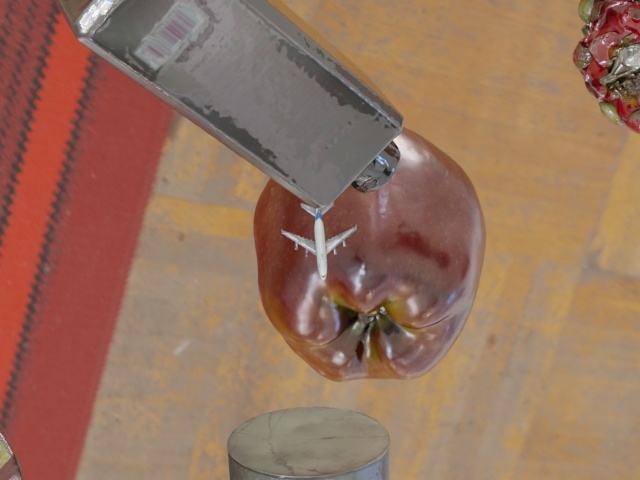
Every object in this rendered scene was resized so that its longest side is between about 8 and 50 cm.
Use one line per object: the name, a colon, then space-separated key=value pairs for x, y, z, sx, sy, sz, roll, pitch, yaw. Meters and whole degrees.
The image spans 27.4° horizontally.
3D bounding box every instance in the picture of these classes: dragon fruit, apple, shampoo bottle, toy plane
dragon fruit: x=0.375 y=-0.218 z=1.275 sx=0.218 sy=0.198 sz=0.273 roll=43 pitch=101 yaw=3
apple: x=0.059 y=0.010 z=1.553 sx=0.288 sy=0.317 sz=0.288 roll=1 pitch=130 yaw=1
shampoo bottle: x=-0.040 y=-0.099 z=0.761 sx=0.080 sy=0.079 sz=0.246 roll=-45 pitch=133 yaw=11
toy plane: x=0.000 y=0.000 z=1.341 sx=0.077 sy=0.024 sz=0.084 roll=-3 pitch=82 yaw=-6

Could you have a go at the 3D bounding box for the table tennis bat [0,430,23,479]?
table tennis bat: x=-0.416 y=0.292 z=1.391 sx=0.268 sy=0.414 sz=0.051 roll=-51 pitch=170 yaw=-42

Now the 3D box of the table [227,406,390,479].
table: x=-0.009 y=0.182 z=1.078 sx=0.133 sy=0.133 sz=0.043 roll=-10 pitch=108 yaw=-23
